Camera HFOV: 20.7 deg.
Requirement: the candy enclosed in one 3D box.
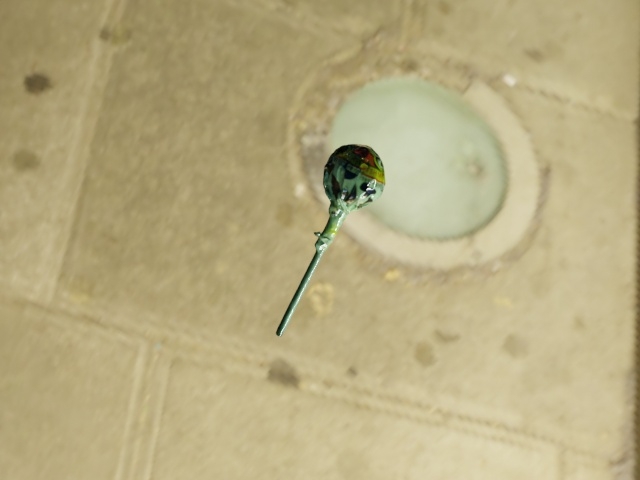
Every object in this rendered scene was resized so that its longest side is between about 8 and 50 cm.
[{"bbox_3d":[0.000,0.000,0.690,0.025,0.023,0.083,27,99,-10],"label":"candy"}]
